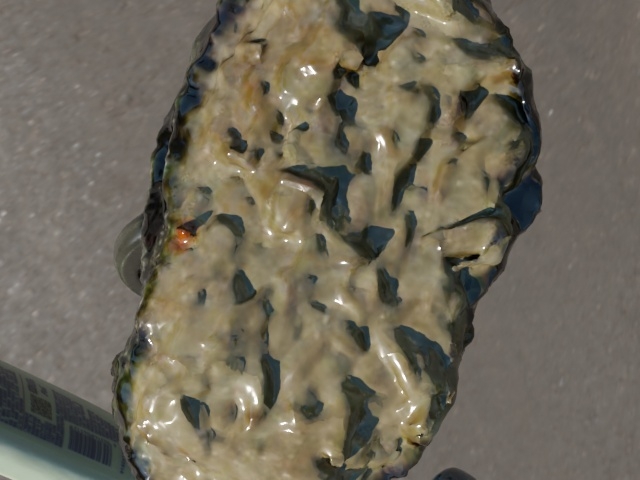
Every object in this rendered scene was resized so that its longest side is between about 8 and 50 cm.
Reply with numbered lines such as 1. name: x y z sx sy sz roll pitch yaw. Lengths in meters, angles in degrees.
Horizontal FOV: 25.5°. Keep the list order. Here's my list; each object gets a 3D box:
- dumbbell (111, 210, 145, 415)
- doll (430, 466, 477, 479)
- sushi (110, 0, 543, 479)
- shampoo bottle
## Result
1. dumbbell: -0.081 0.075 1.194 0.192 0.192 0.290 -14 60 21
2. doll: 0.097 0.198 0.963 0.050 0.076 0.083 -14 130 0
3. sushi: 0.000 0.000 0.795 0.211 0.171 0.350 20 93 -8
4. shampoo bottle: -0.342 0.179 1.486 0.359 0.134 0.078 31 120 -31
